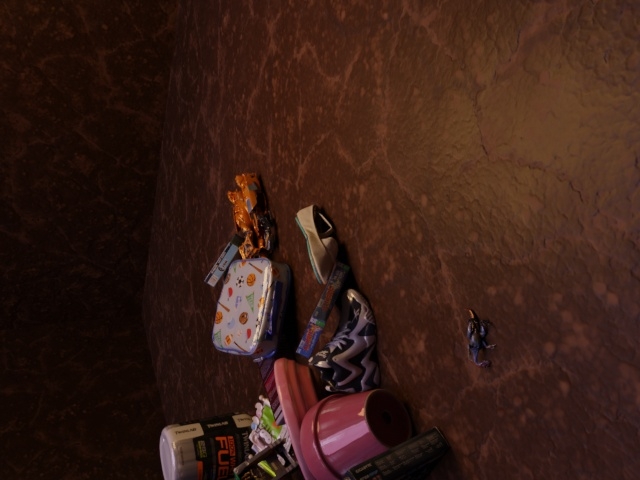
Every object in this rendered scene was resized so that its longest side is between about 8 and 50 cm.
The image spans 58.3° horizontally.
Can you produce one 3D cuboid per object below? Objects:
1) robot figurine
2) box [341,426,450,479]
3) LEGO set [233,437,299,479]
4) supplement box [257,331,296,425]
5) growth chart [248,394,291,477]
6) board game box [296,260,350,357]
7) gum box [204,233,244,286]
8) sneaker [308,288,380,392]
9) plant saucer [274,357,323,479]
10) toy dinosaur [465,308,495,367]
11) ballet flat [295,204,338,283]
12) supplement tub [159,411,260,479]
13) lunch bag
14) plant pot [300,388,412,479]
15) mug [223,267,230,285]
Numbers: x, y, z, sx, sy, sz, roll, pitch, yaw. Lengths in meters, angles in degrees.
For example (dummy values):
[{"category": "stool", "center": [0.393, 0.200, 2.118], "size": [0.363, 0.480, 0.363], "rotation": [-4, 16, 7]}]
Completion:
[{"category": "robot figurine", "center": [-0.223, -0.057, 1.846], "size": [0.211, 0.085, 0.291], "rotation": [-49, 50, 55]}, {"category": "box", "center": [0.124, 0.457, 1.091], "size": [0.051, 0.220, 0.175], "rotation": [52, 138, 34]}, {"category": "LEGO set", "center": [-0.102, 0.737, 1.662], "size": [0.331, 0.192, 0.255], "rotation": [42, 150, 36]}, {"category": "supplement box", "center": [-0.117, 0.410, 1.712], "size": [0.130, 0.073, 0.239], "rotation": [-62, 41, 44]}, {"category": "growth chart", "center": [-0.155, 0.613, 1.779], "size": [0.172, 0.021, 0.237], "rotation": [21, 105, 31]}, {"category": "board game box", "center": [0.009, 0.160, 1.349], "size": [0.201, 0.035, 0.136], "rotation": [-61, -5, -50]}, {"category": "gum box", "center": [-0.324, 0.064, 1.951], "size": [0.157, 0.041, 0.184], "rotation": [-56, 8, 6]}, {"category": "sneaker", "center": [0.041, 0.232, 1.297], "size": [0.094, 0.153, 0.235], "rotation": [-10, 85, 61]}, {"category": "plant saucer", "center": [-0.025, 0.442, 1.408], "size": [0.332, 0.084, 0.332], "rotation": [160, 90, -89]}, {"category": "toy dinosaur", "center": [0.274, 0.174, 0.988], "size": [0.090, 0.047, 0.082], "rotation": [-74, -17, -66]}, {"category": "ballet flat", "center": [0.000, 0.000, 1.420], "size": [0.248, 0.086, 0.086], "rotation": [-111, 31, -44]}, {"category": "supplement tub", "center": [-0.341, 0.685, 1.891], "size": [0.207, 0.338, 0.207], "rotation": [13, 105, 61]}, {"category": "lunch bag", "center": [-0.197, 0.204, 1.701], "size": [0.243, 0.115, 0.303], "rotation": [-4, 73, 44]}, {"category": "plant pot", "center": [0.086, 0.407, 1.211], "size": [0.180, 0.201, 0.201], "rotation": [-42, 55, 39]}, {"category": "mug", "center": [-0.261, 0.167, 1.934], "size": [0.129, 0.097, 0.158], "rotation": [37, 126, 55]}]
